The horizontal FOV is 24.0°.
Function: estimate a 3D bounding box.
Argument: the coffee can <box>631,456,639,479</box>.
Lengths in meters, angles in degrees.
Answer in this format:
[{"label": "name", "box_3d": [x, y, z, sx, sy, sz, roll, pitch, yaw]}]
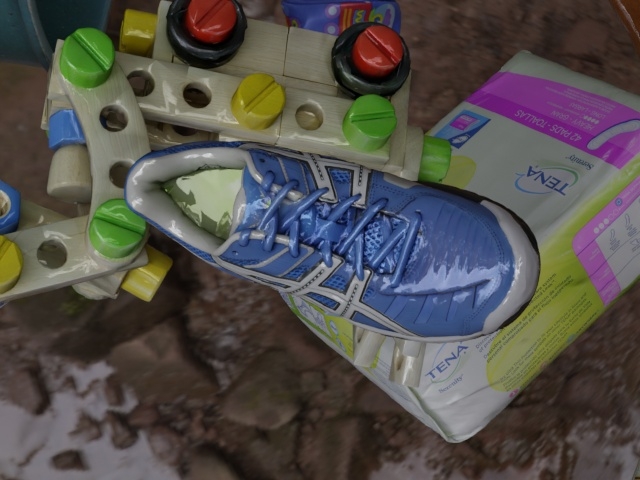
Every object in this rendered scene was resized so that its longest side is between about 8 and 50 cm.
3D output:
[{"label": "coffee can", "box_3d": [0.436, 0.285, 1.636, 0.201, 0.201, 0.275, 19, 78, 16]}]

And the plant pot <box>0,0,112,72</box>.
[{"label": "plant pot", "box_3d": [-0.346, -0.295, 1.146, 0.334, 0.341, 0.341, 2, 94, 4]}]

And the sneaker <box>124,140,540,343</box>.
[{"label": "sneaker", "box_3d": [0.000, 0.000, 0.704, 0.211, 0.081, 0.080, 12, 92, 29]}]

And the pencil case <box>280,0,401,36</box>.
[{"label": "pencil case", "box_3d": [0.031, -0.118, 1.582, 0.119, 0.133, 0.306, 16, 112, 59]}]

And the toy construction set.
[{"label": "toy construction set", "box_3d": [-0.045, -0.028, 0.894, 0.151, 0.327, 0.215, -28, 51, 56]}]

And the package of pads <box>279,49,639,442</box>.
[{"label": "package of pads", "box_3d": [0.134, -0.003, 1.158, 0.296, 0.229, 0.101, -42, 123, -8]}]

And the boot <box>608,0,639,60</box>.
[{"label": "boot", "box_3d": [0.428, -0.222, 1.493, 0.264, 0.096, 0.280, -21, 90, 11]}]
